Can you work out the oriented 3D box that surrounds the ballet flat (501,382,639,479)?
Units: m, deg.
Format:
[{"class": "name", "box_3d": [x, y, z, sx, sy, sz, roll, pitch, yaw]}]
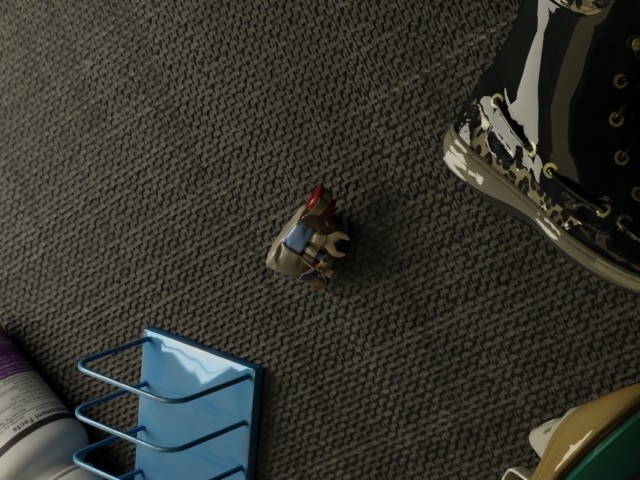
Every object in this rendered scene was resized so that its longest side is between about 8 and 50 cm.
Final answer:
[{"class": "ballet flat", "box_3d": [0.157, 0.167, 1.281, 0.073, 0.080, 0.232, 51, 126, 35]}]

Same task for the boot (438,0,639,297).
[{"class": "boot", "box_3d": [0.196, -0.076, 1.183, 0.236, 0.085, 0.178, 34, 117, 28]}]

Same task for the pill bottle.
[{"class": "pill bottle", "box_3d": [-0.264, 0.163, 1.587, 0.193, 0.108, 0.108, 48, 125, 19]}]

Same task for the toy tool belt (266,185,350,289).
[{"class": "toy tool belt", "box_3d": [0.000, 0.000, 1.385, 0.051, 0.052, 0.083, 33, 128, -8]}]

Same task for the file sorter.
[{"class": "file sorter", "box_3d": [-0.128, 0.174, 1.486, 0.118, 0.104, 0.170, 18, 112, 35]}]
